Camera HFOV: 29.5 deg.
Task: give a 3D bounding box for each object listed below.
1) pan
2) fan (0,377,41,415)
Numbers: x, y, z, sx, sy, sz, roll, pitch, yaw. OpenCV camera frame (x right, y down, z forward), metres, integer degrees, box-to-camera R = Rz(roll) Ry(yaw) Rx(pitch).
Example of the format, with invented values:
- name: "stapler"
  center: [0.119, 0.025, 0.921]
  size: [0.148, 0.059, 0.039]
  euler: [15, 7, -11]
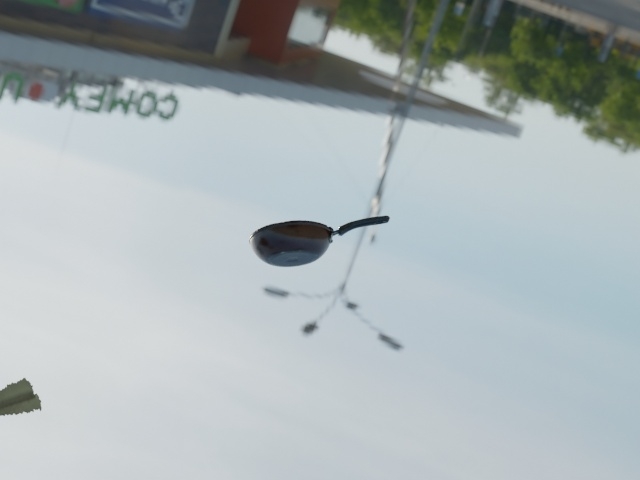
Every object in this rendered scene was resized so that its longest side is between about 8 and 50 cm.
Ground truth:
- name: "pan"
  center: [0.000, 0.000, 0.977]
  size: [0.115, 0.023, 0.068]
  euler: [-11, 159, 5]
- name: "fan"
  center: [-0.361, 0.172, 0.973]
  size: [0.233, 0.012, 0.415]
  euler: [59, -152, 3]
